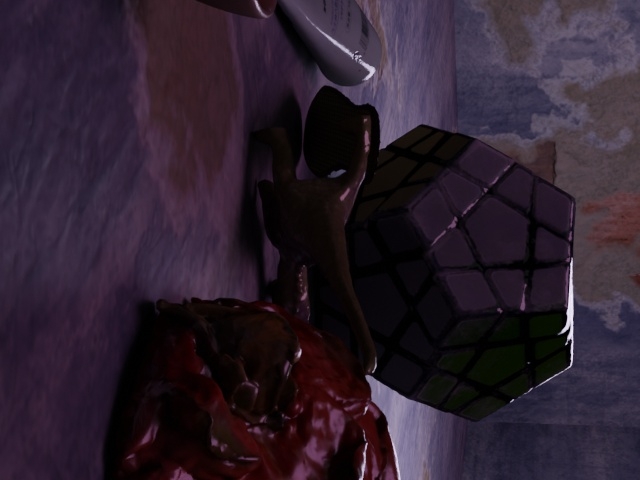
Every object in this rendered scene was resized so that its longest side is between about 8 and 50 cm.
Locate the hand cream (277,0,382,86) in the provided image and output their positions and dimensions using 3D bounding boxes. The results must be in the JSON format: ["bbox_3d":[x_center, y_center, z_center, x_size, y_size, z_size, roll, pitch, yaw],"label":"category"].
[{"bbox_3d":[-0.006,-0.232,1.211,0.321,0.067,0.109,48,44,-68],"label":"hand cream"}]

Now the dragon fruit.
[{"bbox_3d":[-0.032,0.146,0.818,0.205,0.152,0.317,73,20,-54],"label":"dragon fruit"}]

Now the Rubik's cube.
[{"bbox_3d":[0.137,0.033,1.397,0.319,0.264,0.319,1,90,-79],"label":"Rubik's cube"}]

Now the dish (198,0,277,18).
[{"bbox_3d":[-0.073,-0.235,0.737,0.213,0.090,0.213,2,90,-81],"label":"dish"}]

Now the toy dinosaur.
[{"bbox_3d":[0.004,0.000,1.038,0.251,0.072,0.200,-5,-96,62],"label":"toy dinosaur"}]

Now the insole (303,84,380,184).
[{"bbox_3d":[0.015,-0.094,1.159,0.253,0.005,0.086,-153,-113,-74],"label":"insole"}]
